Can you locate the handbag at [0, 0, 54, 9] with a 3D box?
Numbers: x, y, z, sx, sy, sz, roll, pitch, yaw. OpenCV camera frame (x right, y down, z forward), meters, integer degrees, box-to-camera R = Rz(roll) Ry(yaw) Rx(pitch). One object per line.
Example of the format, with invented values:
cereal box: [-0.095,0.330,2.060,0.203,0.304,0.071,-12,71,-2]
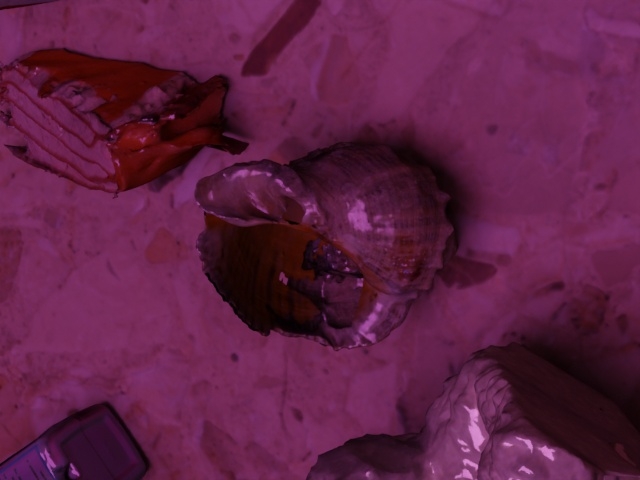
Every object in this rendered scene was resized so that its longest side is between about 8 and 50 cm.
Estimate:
handbag: [-0.392,-0.293,1.700,0.298,0.151,0.171,6,104,33]

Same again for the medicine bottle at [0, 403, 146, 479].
medicine bottle: [-0.276,0.250,1.815,0.188,0.119,0.094,-36,88,31]

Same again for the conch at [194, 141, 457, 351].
conch: [0.000,0.000,1.561,0.163,0.245,0.178,0,79,63]

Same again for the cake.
cake: [-0.211,-0.107,1.682,0.287,0.135,0.098,8,124,34]

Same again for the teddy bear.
teddy bear: [0.125,0.278,1.514,0.327,0.375,0.362,28,102,-14]
